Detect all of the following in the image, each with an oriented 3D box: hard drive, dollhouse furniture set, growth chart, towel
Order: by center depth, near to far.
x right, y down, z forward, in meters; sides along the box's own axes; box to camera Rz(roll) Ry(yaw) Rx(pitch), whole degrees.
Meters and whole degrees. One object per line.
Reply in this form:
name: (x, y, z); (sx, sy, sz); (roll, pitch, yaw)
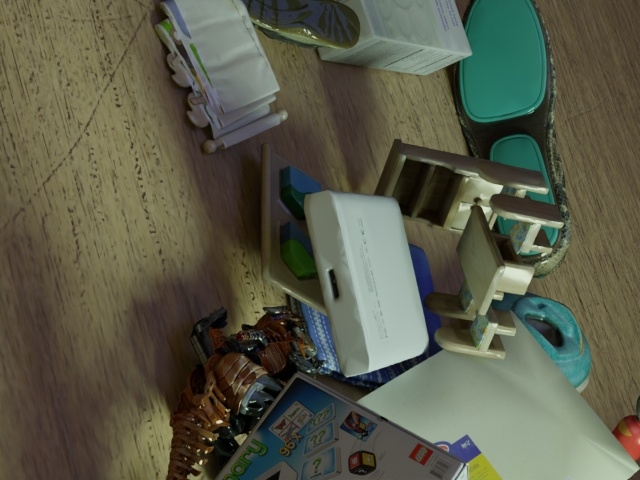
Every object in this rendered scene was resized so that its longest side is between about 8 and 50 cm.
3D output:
hard drive: (0.060, 0.046, 1.786); (0.307, 0.040, 0.203); (0, 77, -75)
growth chart: (-0.125, -0.225, 1.817); (0.172, 0.021, 0.237); (-17, 85, -46)
dollhouse furniture set: (0.172, -0.010, 1.939); (0.161, 0.212, 0.242); (10, 32, -15)
towel: (0.066, 0.080, 1.945); (0.336, 0.040, 0.243); (23, 51, -52)

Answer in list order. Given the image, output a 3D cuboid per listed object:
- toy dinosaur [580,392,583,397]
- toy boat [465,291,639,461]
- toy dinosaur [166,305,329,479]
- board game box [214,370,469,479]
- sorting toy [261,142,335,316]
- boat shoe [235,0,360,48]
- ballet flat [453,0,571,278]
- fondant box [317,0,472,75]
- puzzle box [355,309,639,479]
toy dinosaur: (0.387, 0.289, 2.342); (0.211, 0.064, 0.112); (11, 79, -47)
toy boat: (0.360, 0.182, 2.167); (0.318, 0.148, 0.267); (41, 24, 8)
toy dinosaur: (-0.077, 0.184, 1.568); (0.218, 0.164, 0.322); (51, 52, -2)
board game box: (-0.026, 0.282, 1.368); (0.305, 0.193, 0.053); (-52, 154, -24)
sorting toy: (0.000, 0.000, 1.835); (0.208, 0.038, 0.193); (36, 40, -40)
boat shoe: (-0.054, -0.292, 1.963); (0.223, 0.073, 0.080); (16, 71, -32)
ballet flat: (0.310, -0.167, 2.444); (0.182, 0.164, 0.483); (49, 33, -72)
fondant box: (0.081, -0.375, 2.225); (0.330, 0.096, 0.238); (-3, 73, -61)
puzzle box: (0.203, 0.260, 1.872); (0.409, 0.052, 0.272); (-23, 71, -49)
